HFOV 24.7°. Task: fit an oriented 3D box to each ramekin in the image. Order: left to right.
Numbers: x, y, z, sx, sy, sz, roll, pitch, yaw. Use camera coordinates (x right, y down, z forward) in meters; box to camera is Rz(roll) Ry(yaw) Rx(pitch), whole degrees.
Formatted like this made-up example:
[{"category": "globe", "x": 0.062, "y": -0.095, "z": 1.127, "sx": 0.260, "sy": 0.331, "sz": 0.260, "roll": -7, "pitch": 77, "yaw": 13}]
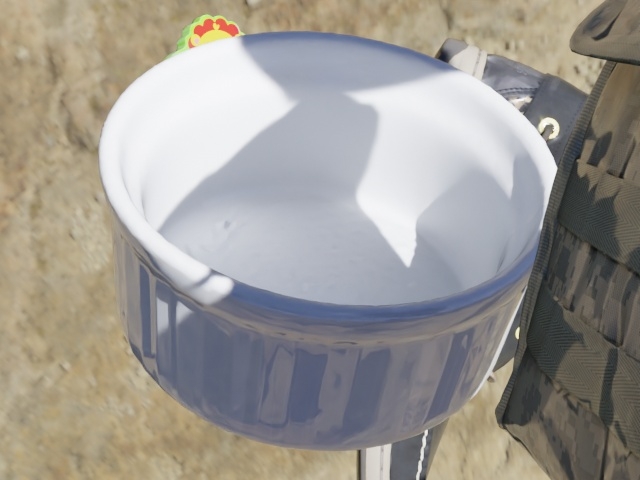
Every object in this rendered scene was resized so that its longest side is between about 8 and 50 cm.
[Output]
[{"category": "ramekin", "x": 0.000, "y": 0.000, "z": 0.907, "sx": 0.277, "sy": 0.135, "sz": 0.277, "roll": 5, "pitch": 39, "yaw": -5}]

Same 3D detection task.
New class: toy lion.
[{"category": "toy lion", "x": -0.101, "y": -0.148, "z": 1.277, "sx": 0.100, "sy": 0.034, "sz": 0.096, "roll": -15, "pitch": 94, "yaw": -40}]

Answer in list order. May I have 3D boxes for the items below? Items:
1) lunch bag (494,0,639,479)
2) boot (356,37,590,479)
[{"category": "lunch bag", "x": 0.184, "y": -0.022, "z": 0.522, "sx": 0.169, "sy": 0.235, "sz": 0.287, "roll": 12, "pitch": 99, "yaw": -10}, {"category": "boot", "x": 0.182, "y": 0.056, "z": 1.095, "sx": 0.284, "sy": 0.138, "sz": 0.377, "roll": 11, "pitch": 83, "yaw": 1}]
